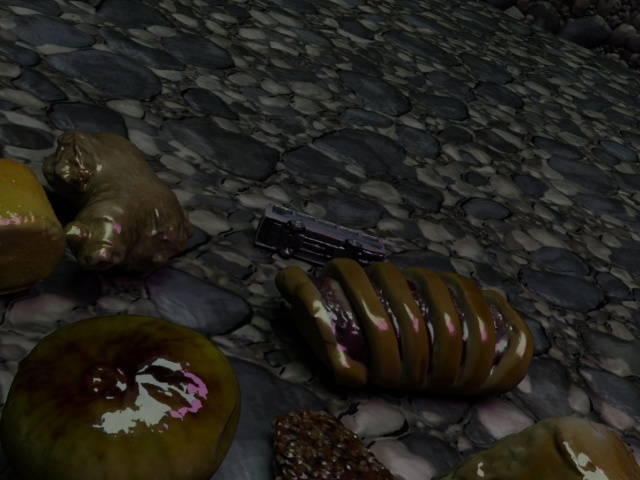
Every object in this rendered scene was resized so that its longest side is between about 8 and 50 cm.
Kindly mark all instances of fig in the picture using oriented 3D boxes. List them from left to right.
[{"bbox_3d":[-0.119,0.107,0.629,0.153,0.120,0.136,0,39,-39],"label":"fig"}]

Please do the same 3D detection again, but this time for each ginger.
[{"bbox_3d":[-0.170,-0.028,0.896,0.137,0.074,0.213,16,19,-28],"label":"ginger"}]

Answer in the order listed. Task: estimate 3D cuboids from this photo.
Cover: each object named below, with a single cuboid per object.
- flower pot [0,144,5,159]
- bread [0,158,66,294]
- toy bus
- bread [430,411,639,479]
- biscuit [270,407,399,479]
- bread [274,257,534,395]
[{"bbox_3d":[-0.390,-0.157,0.962,0.179,0.084,0.251,6,31,-29],"label":"flower pot"},{"bbox_3d":[-0.306,-0.006,0.729,0.245,0.102,0.094,-5,44,-41],"label":"bread"},{"bbox_3d":[0.000,0.000,1.017,0.131,0.037,0.052,18,24,-11],"label":"toy bus"},{"bbox_3d":[0.126,0.224,0.520,0.195,0.176,0.246,49,18,-42],"label":"bread"},{"bbox_3d":[0.023,0.197,0.676,0.131,0.026,0.237,-3,36,-43],"label":"biscuit"},{"bbox_3d":[0.076,0.071,0.891,0.225,0.081,0.134,10,30,-25],"label":"bread"}]
